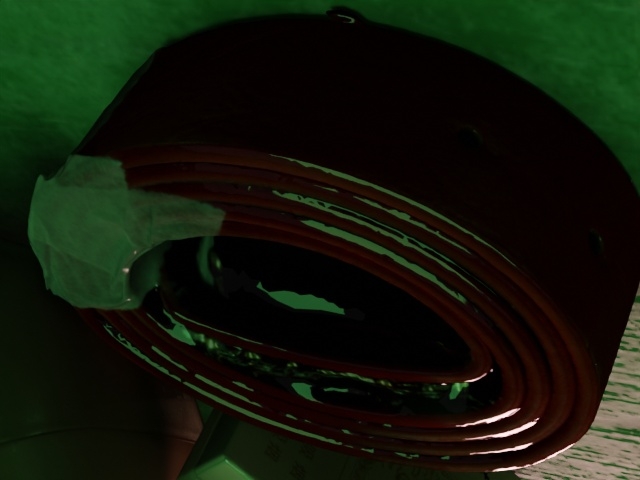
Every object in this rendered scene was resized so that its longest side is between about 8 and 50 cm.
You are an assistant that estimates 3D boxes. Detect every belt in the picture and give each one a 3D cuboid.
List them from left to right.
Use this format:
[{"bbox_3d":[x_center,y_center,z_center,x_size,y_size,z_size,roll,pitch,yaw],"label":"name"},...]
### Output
[{"bbox_3d":[0.000,0.000,0.681,0.324,0.115,0.227,14,138,16],"label":"belt"}]

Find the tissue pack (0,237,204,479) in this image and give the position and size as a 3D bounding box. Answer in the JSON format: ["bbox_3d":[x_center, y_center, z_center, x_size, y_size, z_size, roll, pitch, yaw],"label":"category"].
[{"bbox_3d":[-0.264,0.189,0.820,0.387,0.277,0.267,-23,164,15],"label":"tissue pack"}]

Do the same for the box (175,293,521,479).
[{"bbox_3d":[0.024,0.149,0.810,0.201,0.141,0.058,40,136,-15],"label":"box"}]
